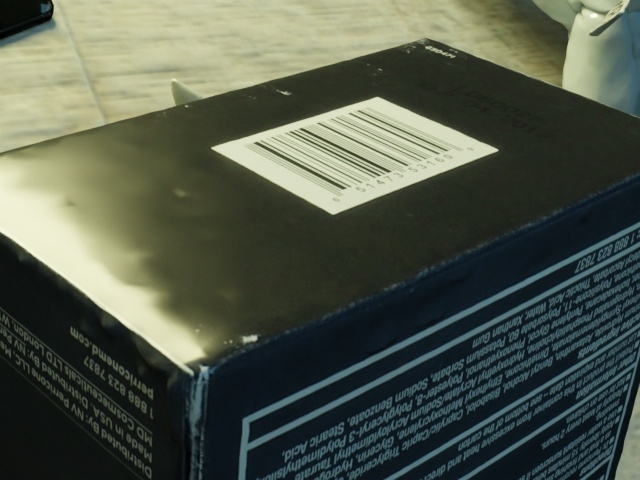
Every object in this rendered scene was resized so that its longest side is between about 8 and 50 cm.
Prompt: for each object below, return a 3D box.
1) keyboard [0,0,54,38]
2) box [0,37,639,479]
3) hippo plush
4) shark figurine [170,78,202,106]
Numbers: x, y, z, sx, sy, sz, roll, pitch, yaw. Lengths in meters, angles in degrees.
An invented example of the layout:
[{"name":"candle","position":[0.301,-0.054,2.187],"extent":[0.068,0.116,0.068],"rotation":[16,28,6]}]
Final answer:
[{"name":"keyboard","position":[-0.272,-0.159,0.762],"extent":[0.192,0.038,0.100],"rotation":[-31,102,-41]},{"name":"box","position":[-0.003,0.091,0.552],"extent":[0.296,0.294,0.183],"rotation":[-21,37,-39]},{"name":"hippo plush","position":[0.187,-0.230,0.989],"extent":[0.236,0.234,0.294],"rotation":[25,27,25]},{"name":"shark figurine","position":[-0.015,0.012,0.733],"extent":[0.278,0.116,0.166],"rotation":[25,82,-62]}]
